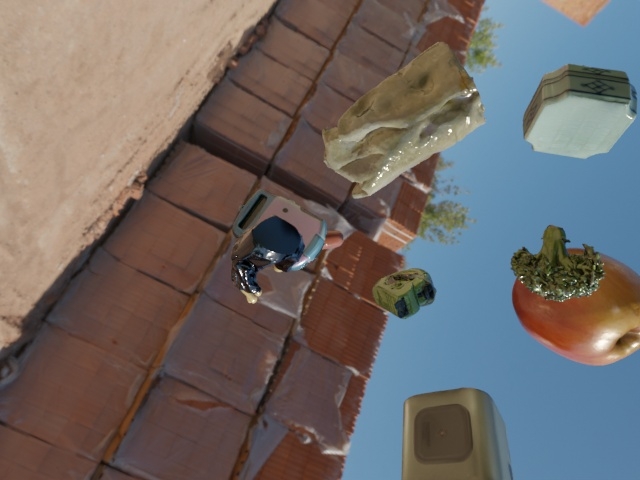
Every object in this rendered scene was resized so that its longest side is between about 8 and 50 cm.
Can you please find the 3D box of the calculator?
[{"bbox_3d":[-0.117,-0.035,1.278,0.173,0.293,0.051,-56,153,-9],"label":"calculator"}]

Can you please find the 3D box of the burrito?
[{"bbox_3d":[0.164,-0.224,0.947,0.332,0.190,0.135,-35,-152,9],"label":"burrito"}]

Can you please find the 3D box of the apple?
[{"bbox_3d":[0.538,0.142,0.955,0.242,0.242,0.241,-60,-153,11],"label":"apple"}]

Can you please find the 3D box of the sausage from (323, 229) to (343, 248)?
[{"bbox_3d":[0.000,0.000,1.533,0.062,0.154,0.062,173,-90,-71],"label":"sausage"}]

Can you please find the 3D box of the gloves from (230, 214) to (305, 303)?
[{"bbox_3d":[-0.117,0.043,0.883,0.164,0.124,0.203,-10,160,-45],"label":"gloves"}]

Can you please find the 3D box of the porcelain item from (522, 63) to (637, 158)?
[{"bbox_3d":[0.819,-0.409,1.479,0.286,0.281,0.157,84,18,-61],"label":"porcelain item"}]

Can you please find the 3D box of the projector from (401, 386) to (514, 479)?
[{"bbox_3d":[0.358,0.571,1.213,0.248,0.248,0.249,-18,-148,24],"label":"projector"}]

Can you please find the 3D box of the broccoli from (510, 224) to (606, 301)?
[{"bbox_3d":[0.282,0.028,0.558,0.097,0.095,0.092,1,94,-71],"label":"broccoli"}]

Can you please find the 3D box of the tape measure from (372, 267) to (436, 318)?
[{"bbox_3d":[0.244,0.150,1.342,0.175,0.106,0.200,-22,-170,-17],"label":"tape measure"}]
